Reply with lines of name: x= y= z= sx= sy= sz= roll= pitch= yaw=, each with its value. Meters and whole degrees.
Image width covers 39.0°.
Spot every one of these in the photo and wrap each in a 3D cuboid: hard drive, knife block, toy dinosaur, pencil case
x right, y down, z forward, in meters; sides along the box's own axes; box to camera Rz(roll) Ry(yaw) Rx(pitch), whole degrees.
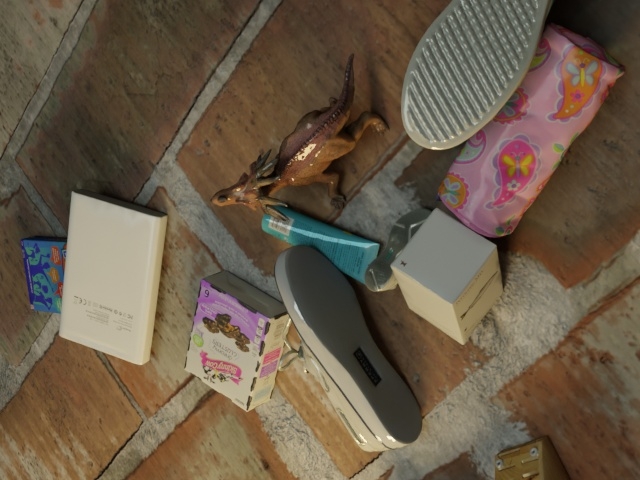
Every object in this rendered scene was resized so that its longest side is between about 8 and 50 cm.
hard drive: x=-0.411 y=0.072 z=1.776 sx=0.203 sy=0.040 sz=0.307 roll=16 pitch=108 yaw=19
knife block: x=0.362 y=0.459 z=1.321 sx=0.088 sy=0.242 sz=0.275 roll=-30 pitch=39 yaw=37
toy dinosaur: x=-0.022 y=-0.134 z=1.366 sx=0.127 sy=0.200 sz=0.295 roll=47 pitch=124 yaw=18
pencil case: x=0.268 y=-0.137 z=1.179 sx=0.124 sy=0.124 sz=0.284 roll=40 pitch=114 yaw=22

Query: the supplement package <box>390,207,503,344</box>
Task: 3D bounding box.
supplement package: x=0.181 y=0.054 z=1.264 sx=0.105 sy=0.179 sz=0.105 roll=35 pitch=79 yaw=25

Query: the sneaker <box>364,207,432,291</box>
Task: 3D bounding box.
sneaker: x=0.127 y=0.015 z=1.391 sx=0.054 sy=0.061 sz=0.152 roll=44 pitch=105 yaw=29

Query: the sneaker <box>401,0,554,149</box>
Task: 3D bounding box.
sneaker: x=0.223 y=-0.270 z=1.136 sx=0.135 sy=0.150 sz=0.365 roll=31 pitch=93 yaw=12

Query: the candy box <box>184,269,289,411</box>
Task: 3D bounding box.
candy box: x=-0.150 y=0.180 z=1.625 sx=0.165 sy=0.070 sz=0.196 roll=27 pitch=116 yaw=29

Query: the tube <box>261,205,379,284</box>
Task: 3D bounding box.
tube: x=0.000 y=0.000 z=1.484 sx=0.207 sy=0.052 sz=0.080 roll=26 pitch=128 yaw=24

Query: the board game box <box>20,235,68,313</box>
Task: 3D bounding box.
board game box: x=-0.538 y=0.074 z=1.902 sx=0.210 sy=0.047 sz=0.160 roll=2 pitch=103 yaw=35

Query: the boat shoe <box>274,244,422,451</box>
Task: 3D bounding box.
boat shoe: x=0.012 y=0.187 z=1.477 sx=0.156 sy=0.136 sz=0.367 roll=-31 pitch=95 yaw=43
